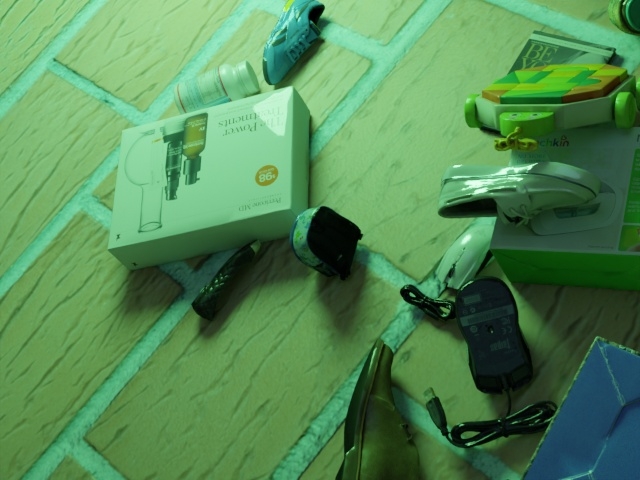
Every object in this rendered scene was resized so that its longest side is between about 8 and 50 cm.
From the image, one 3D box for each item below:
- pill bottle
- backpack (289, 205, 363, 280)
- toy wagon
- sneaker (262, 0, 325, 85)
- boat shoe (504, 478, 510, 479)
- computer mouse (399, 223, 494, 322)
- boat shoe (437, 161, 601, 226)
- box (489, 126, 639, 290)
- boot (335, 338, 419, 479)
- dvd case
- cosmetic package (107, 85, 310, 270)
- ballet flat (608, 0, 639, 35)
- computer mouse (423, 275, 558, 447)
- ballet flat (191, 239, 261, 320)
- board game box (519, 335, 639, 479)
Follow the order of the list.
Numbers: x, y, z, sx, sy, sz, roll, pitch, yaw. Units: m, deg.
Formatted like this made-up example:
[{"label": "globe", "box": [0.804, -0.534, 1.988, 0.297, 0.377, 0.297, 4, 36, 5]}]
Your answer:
[{"label": "pill bottle", "box": [-0.208, -0.300, 2.185, 0.160, 0.087, 0.087, -21, 53, 12]}, {"label": "backpack", "box": [0.000, 0.000, 1.875, 0.084, 0.114, 0.105, -6, 57, 46]}, {"label": "toy wagon", "box": [0.366, -0.216, 1.725, 0.267, 0.068, 0.344, 3, 20, 30]}, {"label": "sneaker", "box": [-0.052, -0.402, 2.188, 0.082, 0.069, 0.209, 10, 64, 26]}, {"label": "boat shoe", "box": [0.214, 0.390, 1.564, 0.152, 0.056, 0.049, -20, 48, 1]}, {"label": "computer mouse", "box": [0.224, 0.041, 1.786, 0.106, 0.042, 0.193, 31, 76, 38]}, {"label": "boat shoe", "box": [0.295, -0.062, 1.642, 0.258, 0.095, 0.084, 0, 65, 40]}, {"label": "box", "box": [0.425, -0.052, 1.699, 0.262, 0.127, 0.231, 4, 63, 29]}, {"label": "boot", "box": [0.095, 0.296, 1.671, 0.115, 0.112, 0.305, 12, 57, -2]}, {"label": "dvd case", "box": [0.398, -0.268, 1.916, 0.164, 0.018, 0.221, 22, 71, 35]}, {"label": "cosmetic package", "box": [-0.208, -0.116, 2.064, 0.377, 0.097, 0.284, -12, 58, 18]}, {"label": "ballet flat", "box": [0.650, -0.469, 1.875, 0.348, 0.123, 0.123, -30, 52, 3]}, {"label": "computer mouse", "box": [0.240, 0.195, 1.673, 0.184, 0.060, 0.262, -21, 65, 7]}, {"label": "ballet flat", "box": [-0.164, 0.069, 1.962, 0.049, 0.057, 0.173, 41, 81, -3]}, {"label": "board game box", "box": [0.385, 0.300, 1.382, 0.141, 0.291, 0.232, 22, 72, 33]}]
